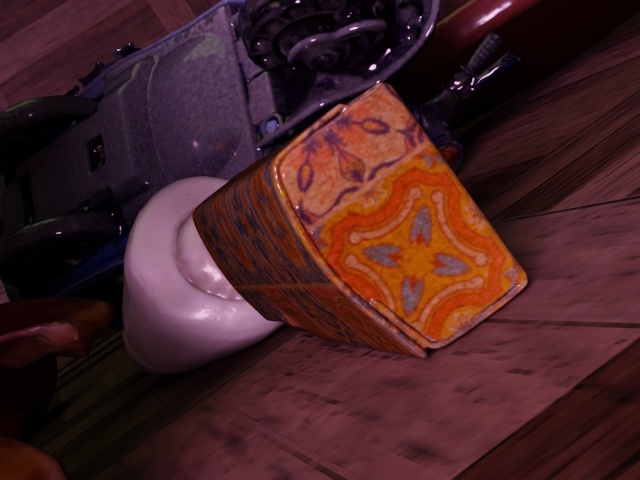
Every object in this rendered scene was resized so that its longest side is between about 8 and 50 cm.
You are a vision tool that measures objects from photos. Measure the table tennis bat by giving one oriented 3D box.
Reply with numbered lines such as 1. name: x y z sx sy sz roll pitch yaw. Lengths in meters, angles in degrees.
1. table tennis bat: 0.091 -0.109 0.947 0.415 0.051 0.268 -32 -9 9

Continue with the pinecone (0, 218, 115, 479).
1. pinecone: -0.257 -0.007 0.380 0.384 0.384 0.384 -34 4 3

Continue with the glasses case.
1. glasses case: 0.000 0.000 0.481 0.049 0.075 0.218 -36 5 -10

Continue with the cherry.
1. cherry: -0.238 0.090 1.022 0.188 0.115 0.148 -30 -17 -20

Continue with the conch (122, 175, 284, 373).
1. conch: -0.054 0.030 0.686 0.104 0.094 0.176 -53 -12 -36

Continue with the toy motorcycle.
1. toy motorcycle: -0.050 -0.051 0.780 0.358 0.125 0.213 -28 -26 34
